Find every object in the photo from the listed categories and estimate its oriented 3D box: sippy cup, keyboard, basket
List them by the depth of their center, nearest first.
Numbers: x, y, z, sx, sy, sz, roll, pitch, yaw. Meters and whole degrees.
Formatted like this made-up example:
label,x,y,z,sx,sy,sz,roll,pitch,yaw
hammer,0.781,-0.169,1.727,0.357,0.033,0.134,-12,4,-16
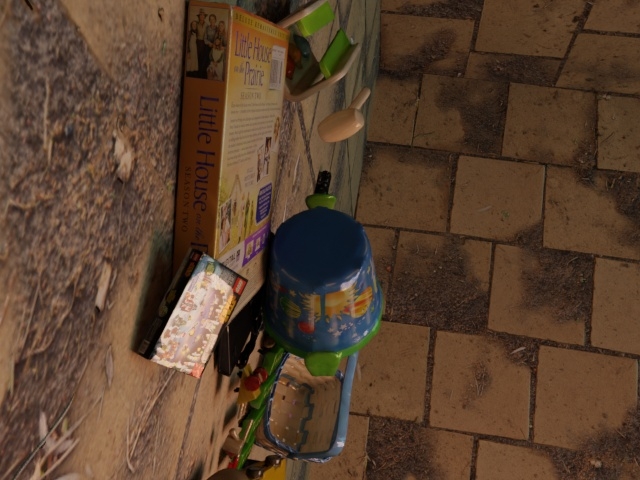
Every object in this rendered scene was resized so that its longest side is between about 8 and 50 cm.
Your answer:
label,x,y,z,sx,sy,sz,roll,pitch,yaw
sippy cup,0.002,0.066,1.142,0.240,0.305,0.224,-32,152,-18
keyboard,-0.136,0.133,1.197,0.317,0.033,0.201,-68,163,-59
basket,-0.025,0.367,1.416,0.289,0.201,0.254,-31,-145,43

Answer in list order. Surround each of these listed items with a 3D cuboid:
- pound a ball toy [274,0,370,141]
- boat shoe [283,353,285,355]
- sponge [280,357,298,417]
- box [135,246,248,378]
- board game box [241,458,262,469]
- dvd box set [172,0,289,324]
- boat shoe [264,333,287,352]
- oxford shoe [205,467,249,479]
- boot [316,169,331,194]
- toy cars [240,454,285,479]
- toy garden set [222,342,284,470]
label,x,y,z,sx,sy,sz,roll,pitch,yaw
pound a ball toy,-0.010,-0.305,1.144,0.208,0.136,0.319,59,23,-20
boat shoe,-0.099,0.282,1.603,0.046,0.038,0.125,-49,147,-77
sponge,-0.081,0.361,1.673,0.117,0.031,0.210,-98,-165,-54
box,-0.150,0.088,0.764,0.094,0.027,0.137,39,72,-52
board game box,-0.155,0.612,1.455,0.194,0.060,0.194,82,18,-63
dvd box set,-0.123,-0.101,0.912,0.307,0.062,0.420,-55,153,-74
boat shoe,-0.085,0.234,1.497,0.178,0.064,0.060,-41,114,-80
oxford shoe,-0.165,0.405,0.917,0.348,0.123,0.130,-52,144,-78
boot,0.010,-0.149,1.974,0.121,0.045,0.099,87,10,-55
toy cars,-0.166,0.570,1.240,0.393,0.087,0.176,-68,150,-49
toy garden set,-0.140,0.314,1.181,0.204,0.049,0.244,-18,127,-82
